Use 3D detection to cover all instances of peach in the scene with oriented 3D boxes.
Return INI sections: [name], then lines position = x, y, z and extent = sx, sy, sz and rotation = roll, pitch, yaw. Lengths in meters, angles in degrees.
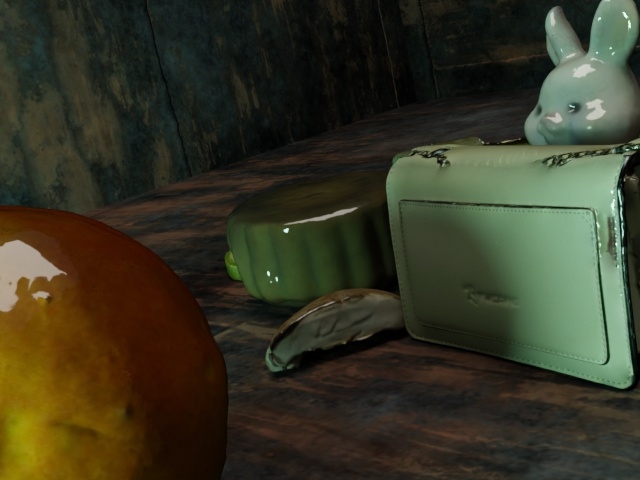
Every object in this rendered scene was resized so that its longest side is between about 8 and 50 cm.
[peach]
position = -0.227, 0.132, 0.779
extent = 0.302, 0.342, 0.343
rotation = 2, 9, -15

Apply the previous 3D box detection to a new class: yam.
[yam]
position = 0.265, -0.164, 2.041
extent = 0.194, 0.107, 0.107
rotation = -15, 13, -15

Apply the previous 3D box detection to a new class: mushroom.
[mushroom]
position = 0.018, 0.106, 1.202
extent = 0.210, 0.072, 0.094
rotation = -16, 5, -15

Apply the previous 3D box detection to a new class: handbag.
[handbag]
position = 0.243, 0.005, 1.057
extent = 0.160, 0.236, 0.359
rotation = -23, 17, -31

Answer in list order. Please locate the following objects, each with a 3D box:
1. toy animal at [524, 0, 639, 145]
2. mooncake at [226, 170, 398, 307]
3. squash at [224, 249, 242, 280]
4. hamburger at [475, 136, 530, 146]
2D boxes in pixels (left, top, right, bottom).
[toy animal]
position = 0.446, -0.191, 1.455
extent = 0.241, 0.367, 0.196
rotation = -32, 17, -24
[mooncake]
position = 0.000, 0.000, 1.467
extent = 0.291, 0.161, 0.290
rotation = -12, 15, 3
[squash]
position = -0.069, 0.020, 1.704
extent = 0.219, 0.041, 0.219
rotation = -12, 13, 3
[hamburger]
position = 0.332, -0.104, 1.630
extent = 0.237, 0.148, 0.237
rotation = -7, 6, 1
